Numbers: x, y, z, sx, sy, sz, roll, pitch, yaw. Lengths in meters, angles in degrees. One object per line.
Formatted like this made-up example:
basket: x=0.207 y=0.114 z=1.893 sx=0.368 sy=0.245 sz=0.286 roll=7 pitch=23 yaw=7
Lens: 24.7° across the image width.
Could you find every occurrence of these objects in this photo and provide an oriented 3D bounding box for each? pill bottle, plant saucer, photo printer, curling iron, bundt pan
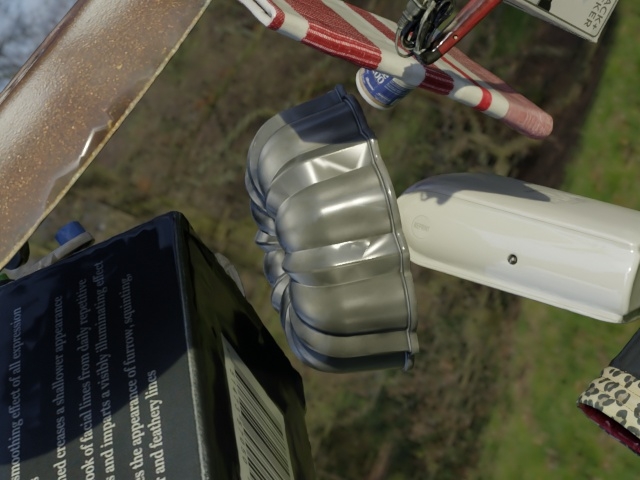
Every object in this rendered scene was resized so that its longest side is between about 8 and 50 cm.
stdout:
pill bottle: x=0.105 y=-0.224 z=1.873 sx=0.120 sy=0.067 sz=0.067 roll=-38 pitch=26 yaw=41
plant saucer: x=-0.158 y=-0.057 z=0.789 sx=0.310 sy=0.050 sz=0.310 roll=-46 pitch=14 yaw=15
photo printer: x=0.244 y=-0.002 z=1.667 sx=0.256 sy=0.307 sz=0.107 roll=-9 pitch=-67 yaw=-61
curling iron: x=0.177 y=-0.252 z=1.320 sx=0.274 sy=0.035 sz=0.068 roll=-38 pitch=-34 yaw=-8
bundt pan: x=0.000 y=0.000 z=1.620 sx=0.331 sy=0.124 sz=0.331 roll=167 pitch=90 yaw=-81

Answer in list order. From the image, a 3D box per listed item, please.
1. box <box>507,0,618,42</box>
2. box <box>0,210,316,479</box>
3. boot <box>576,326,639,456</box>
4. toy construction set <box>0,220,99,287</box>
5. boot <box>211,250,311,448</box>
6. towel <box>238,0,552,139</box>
box: x=0.192 y=-0.325 z=1.633 sx=0.169 sy=0.290 sz=0.087 roll=35 pitch=103 yaw=43
box: x=-0.207 y=0.213 z=0.947 sx=0.395 sy=0.212 sz=0.293 roll=-23 pitch=42 yaw=10
boot: x=0.317 y=0.106 z=1.036 sx=0.178 sy=0.236 sz=0.085 roll=-49 pitch=-35 yaw=-11
toy construction set: x=-0.402 y=0.145 z=1.970 sx=0.257 sy=0.309 sz=0.237 roll=-16 pitch=11 yaw=34
boot: x=-0.092 y=0.195 z=1.354 sx=0.223 sy=0.118 sz=0.338 roll=102 pitch=160 yaw=-50
towel: x=0.054 y=-0.196 z=1.479 sx=0.037 sy=0.329 sz=0.237 roll=-65 pitch=29 yaw=14
